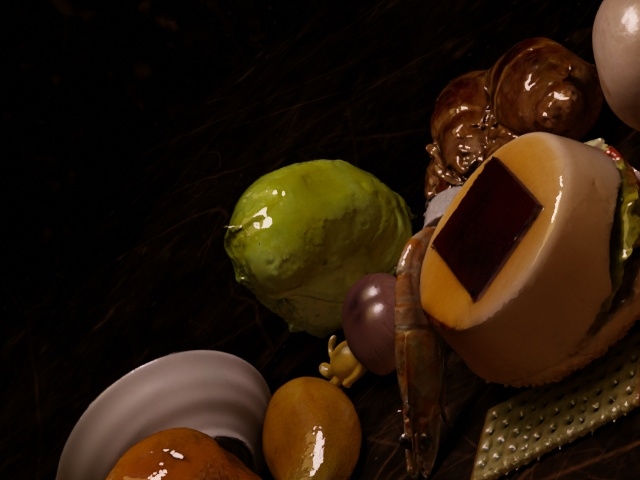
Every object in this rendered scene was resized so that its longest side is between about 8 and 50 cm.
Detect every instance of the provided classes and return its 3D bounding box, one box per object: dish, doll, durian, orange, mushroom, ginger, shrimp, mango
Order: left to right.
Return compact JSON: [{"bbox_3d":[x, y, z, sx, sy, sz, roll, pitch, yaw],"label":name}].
[{"bbox_3d":[-0.176,0.297,2.027,0.316,0.316,0.106,-44,44,-2],"label":"dish"},{"bbox_3d":[-0.158,0.343,1.877,0.183,0.249,0.249,-20,29,40],"label":"orange"},{"bbox_3d":[-0.011,0.258,1.984,0.136,0.099,0.227,-34,28,16],"label":"mango"},{"bbox_3d":[0.000,0.000,2.316,0.204,0.340,0.255,-4,64,36],"label":"durian"},{"bbox_3d":[0.065,0.122,2.125,0.188,0.096,0.145,-38,41,49],"label":"doll"},{"bbox_3d":[0.142,0.132,1.867,0.058,0.169,0.296,-5,81,39],"label":"shrimp"},{"bbox_3d":[0.266,-0.165,2.247,0.357,0.152,0.274,-22,28,54],"label":"ginger"},{"bbox_3d":[0.434,-0.245,1.990,0.209,0.206,0.206,-35,19,27],"label":"mushroom"}]

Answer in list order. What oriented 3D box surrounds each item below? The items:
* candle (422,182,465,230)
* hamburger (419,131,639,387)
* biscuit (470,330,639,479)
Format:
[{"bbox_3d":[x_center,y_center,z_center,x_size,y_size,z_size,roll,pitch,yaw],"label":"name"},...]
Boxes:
[{"bbox_3d":[0.216,0.020,1.963,0.192,0.168,0.068,11,39,11],"label":"candle"},{"bbox_3d":[0.246,0.024,1.748,0.302,0.170,0.302,-45,27,32],"label":"hamburger"},{"bbox_3d":[0.257,0.180,1.697,0.231,0.016,0.139,-32,20,32],"label":"biscuit"}]
